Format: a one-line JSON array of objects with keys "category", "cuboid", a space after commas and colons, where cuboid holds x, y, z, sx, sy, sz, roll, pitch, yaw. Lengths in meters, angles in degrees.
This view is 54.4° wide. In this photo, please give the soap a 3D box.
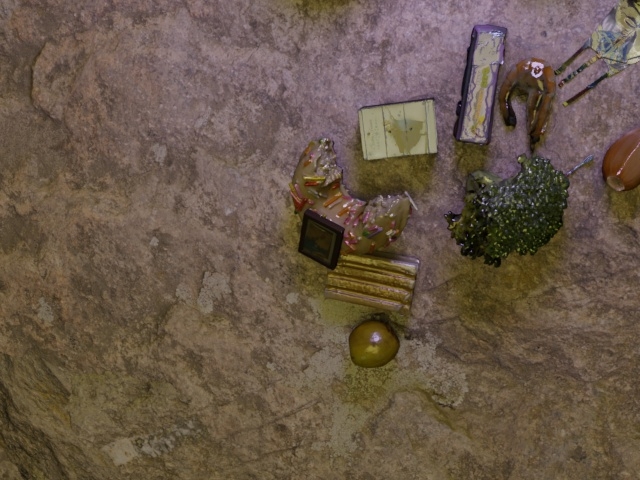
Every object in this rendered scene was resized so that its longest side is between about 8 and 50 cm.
[{"category": "soap", "cuboid": [0.156, 0.119, 1.926, 0.273, 0.089, 0.174, 11, 110, 10]}]

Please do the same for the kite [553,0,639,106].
[{"category": "kite", "cuboid": [0.760, -0.488, 1.664, 0.169, 0.015, 0.310, 44, 109, -3]}]

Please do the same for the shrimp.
[{"category": "shrimp", "cuboid": [0.559, -0.371, 1.713, 0.145, 0.059, 0.255, 15, 112, 17]}]

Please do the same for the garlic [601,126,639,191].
[{"category": "garlic", "cuboid": [0.837, -0.231, 1.670, 0.207, 0.128, 0.115, -58, 44, 16]}]

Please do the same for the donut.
[{"category": "donut", "cuboid": [0.065, -0.102, 1.810, 0.371, 0.150, 0.307, 37, 140, 6]}]

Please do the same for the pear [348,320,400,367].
[{"category": "pear", "cuboid": [0.165, 0.323, 1.949, 0.162, 0.149, 0.149, -20, 100, 11]}]

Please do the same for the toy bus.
[{"category": "toy bus", "cuboid": [0.435, -0.420, 1.691, 0.112, 0.138, 0.317, 7, 108, 9]}]

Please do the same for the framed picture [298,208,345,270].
[{"category": "framed picture", "cuboid": [0.000, 0.000, 1.818, 0.127, 0.023, 0.169, 28, 139, 16]}]

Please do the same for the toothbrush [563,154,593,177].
[{"category": "toothbrush", "cuboid": [0.687, -0.177, 1.764, 0.193, 0.019, 0.013, -39, 95, 21]}]

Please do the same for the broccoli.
[{"category": "broccoli", "cuboid": [0.515, -0.072, 1.701, 0.334, 0.272, 0.324, -17, 104, -15]}]

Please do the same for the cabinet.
[{"category": "cabinet", "cuboid": [0.223, -0.316, 1.760, 0.205, 0.150, 0.145, -5, 104, 13]}]
